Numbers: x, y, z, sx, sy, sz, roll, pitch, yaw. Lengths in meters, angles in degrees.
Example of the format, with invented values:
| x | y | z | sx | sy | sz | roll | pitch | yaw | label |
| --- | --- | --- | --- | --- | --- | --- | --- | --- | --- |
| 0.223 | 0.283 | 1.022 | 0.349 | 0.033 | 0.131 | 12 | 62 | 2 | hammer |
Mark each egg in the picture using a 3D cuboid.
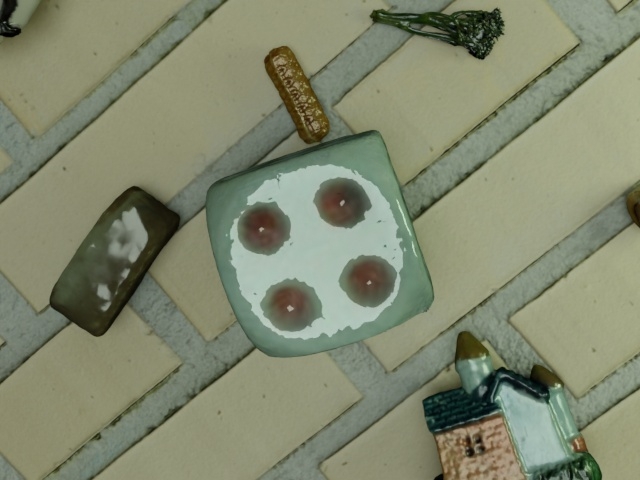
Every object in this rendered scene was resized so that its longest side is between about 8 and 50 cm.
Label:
| x | y | z | sx | sy | sz | roll | pitch | yaw | label |
| --- | --- | --- | --- | --- | --- | --- | --- | --- | --- |
| 0.501 | -0.047 | 1.330 | 0.071 | 0.071 | 0.083 | -25 | 100 | 8 | egg |

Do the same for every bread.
| x | y | z | sx | sy | sz | roll | pitch | yaw | label |
| --- | --- | --- | --- | --- | --- | --- | --- | --- | --- |
| -0.036 | -0.222 | 1.350 | 0.052 | 0.044 | 0.157 | -26 | 96 | 14 | bread |

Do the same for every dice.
| x | y | z | sx | sy | sz | roll | pitch | yaw | label |
| --- | --- | --- | --- | --- | --- | --- | --- | --- | --- |
| 0.000 | 0.000 | 1.274 | 0.268 | 0.264 | 0.263 | -19 | 97 | 8 | dice |

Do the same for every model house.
| x | y | z | sx | sy | sz | roll | pitch | yaw | label |
| --- | --- | --- | --- | --- | --- | --- | --- | --- | --- |
| 0.273 | 0.276 | 1.367 | 0.253 | 0.184 | 0.291 | -17 | 84 | 13 | model house |

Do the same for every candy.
| x | y | z | sx | sy | sz | roll | pitch | yaw | label |
| --- | --- | --- | --- | --- | --- | --- | --- | --- | --- |
| -0.321 | 0.031 | 1.384 | 0.104 | 0.102 | 0.234 | 34 | 101 | -2 | candy |

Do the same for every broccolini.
| x | y | z | sx | sy | sz | roll | pitch | yaw | label |
| --- | --- | --- | --- | --- | --- | --- | --- | --- | --- |
| 0.171 | -0.316 | 1.313 | 0.201 | 0.058 | 0.074 | 8 | 93 | 2 | broccolini |

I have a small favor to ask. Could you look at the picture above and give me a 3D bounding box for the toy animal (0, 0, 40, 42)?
| x | y | z | sx | sy | sz | roll | pitch | yaw | label |
| --- | --- | --- | --- | --- | --- | --- | --- | --- | --- |
| -0.498 | -0.402 | 1.290 | 0.204 | 0.156 | 0.208 | 21 | 124 | -9 | toy animal |
